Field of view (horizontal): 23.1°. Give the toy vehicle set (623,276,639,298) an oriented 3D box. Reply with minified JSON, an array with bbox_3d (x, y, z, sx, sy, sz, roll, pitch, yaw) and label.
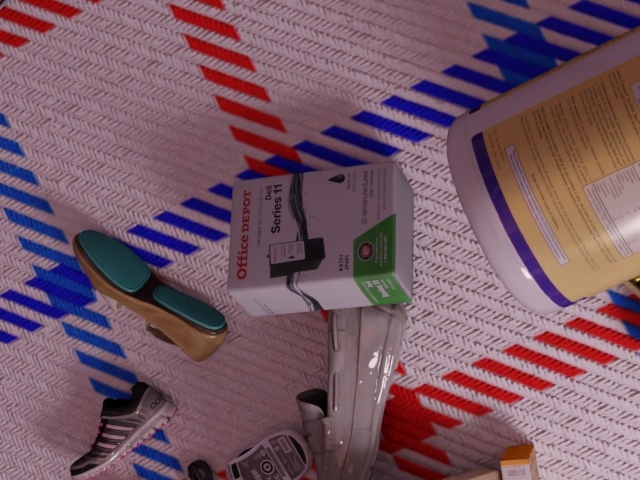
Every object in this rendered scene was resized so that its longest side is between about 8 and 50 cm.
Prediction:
[{"bbox_3d":[0.405,-0.074,1.780,0.166,0.035,0.267,41,108,6],"label":"toy vehicle set"}]

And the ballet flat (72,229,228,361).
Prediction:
[{"bbox_3d":[-0.226,0.076,1.976,0.232,0.080,0.073,34,123,9],"label":"ballet flat"}]

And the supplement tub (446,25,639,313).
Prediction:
[{"bbox_3d":[0.327,-0.089,1.654,0.331,0.241,0.241,-25,93,19],"label":"supplement tub"}]

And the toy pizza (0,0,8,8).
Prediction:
[{"bbox_3d":[-0.469,-0.371,1.981,0.201,0.032,0.201,3,101,16],"label":"toy pizza"}]

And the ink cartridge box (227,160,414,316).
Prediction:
[{"bbox_3d":[0.000,0.000,1.854,0.208,0.087,0.153,-7,64,18],"label":"ink cartridge box"}]

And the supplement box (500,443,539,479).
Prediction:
[{"bbox_3d":[0.244,0.302,1.886,0.036,0.062,0.098,-7,99,16],"label":"supplement box"}]

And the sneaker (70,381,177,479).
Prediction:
[{"bbox_3d":[-0.266,0.243,2.026,0.170,0.063,0.075,-39,89,14],"label":"sneaker"}]

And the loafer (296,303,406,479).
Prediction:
[{"bbox_3d":[0.023,0.212,1.907,0.111,0.112,0.320,12,95,1],"label":"loafer"}]

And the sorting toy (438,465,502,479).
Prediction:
[{"bbox_3d":[0.094,0.412,1.871,0.089,0.257,0.256,17,114,56],"label":"sorting toy"}]

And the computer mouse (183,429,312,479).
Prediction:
[{"bbox_3d":[-0.082,0.298,1.994,0.193,0.042,0.106,-31,86,25],"label":"computer mouse"}]
